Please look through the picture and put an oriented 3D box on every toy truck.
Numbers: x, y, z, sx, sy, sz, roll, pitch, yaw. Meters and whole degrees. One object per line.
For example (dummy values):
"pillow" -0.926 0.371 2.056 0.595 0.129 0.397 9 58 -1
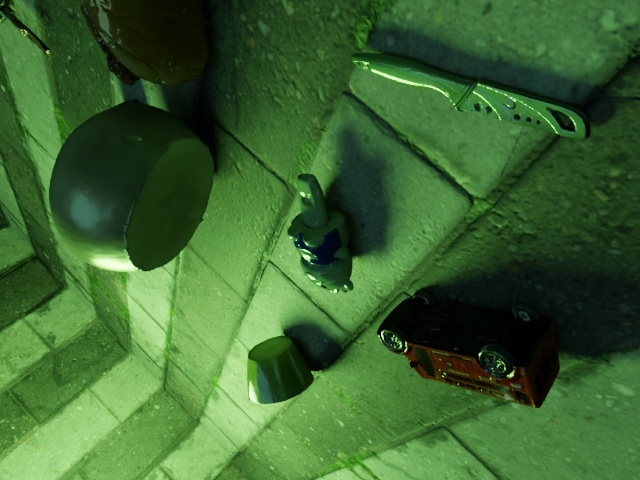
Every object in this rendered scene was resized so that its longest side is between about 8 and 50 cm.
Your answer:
"toy truck" 0.213 0.158 0.755 0.252 0.107 0.114 2 125 47

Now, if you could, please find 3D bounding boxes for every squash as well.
"squash" -0.110 0.317 1.236 0.170 0.170 0.123 0 111 48

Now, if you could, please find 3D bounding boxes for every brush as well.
"brush" -0.714 -0.517 1.162 0.301 0.071 0.084 40 157 12

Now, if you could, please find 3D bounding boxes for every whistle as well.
"whistle" 0.000 0.000 0.849 0.110 0.092 0.245 22 140 40

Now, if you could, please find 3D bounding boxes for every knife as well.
"knife" 0.156 -0.169 0.573 0.293 0.020 0.043 26 138 28

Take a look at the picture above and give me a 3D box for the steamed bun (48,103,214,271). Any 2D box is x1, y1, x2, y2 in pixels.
"steamed bun" -0.358 -0.100 0.947 0.206 0.324 0.324 24 141 12

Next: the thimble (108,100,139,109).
"thimble" -0.414 -0.254 1.087 0.109 0.062 0.085 -1 123 49

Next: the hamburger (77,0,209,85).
"hamburger" -0.276 -0.362 0.742 0.155 0.246 0.282 19 -179 29
